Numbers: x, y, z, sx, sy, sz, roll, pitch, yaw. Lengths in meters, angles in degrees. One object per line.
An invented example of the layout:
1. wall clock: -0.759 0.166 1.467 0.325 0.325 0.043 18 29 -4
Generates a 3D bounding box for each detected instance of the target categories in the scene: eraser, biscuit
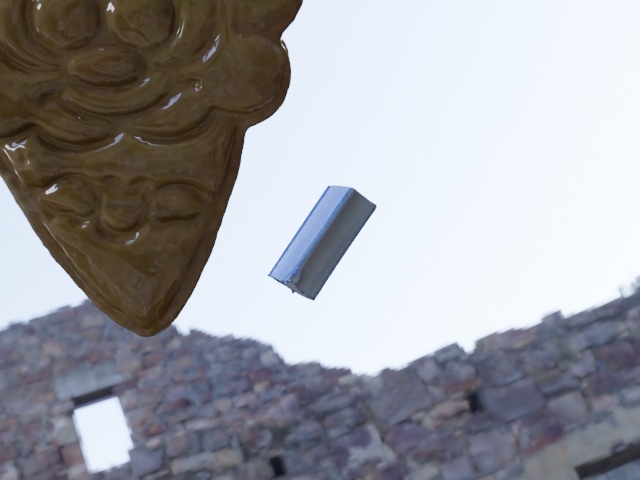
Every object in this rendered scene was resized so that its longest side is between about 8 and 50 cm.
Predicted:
1. eraser: 0.000 0.000 0.807 0.084 0.027 0.063 -56 17 -6
2. biscuit: -0.085 -0.076 0.451 0.163 0.250 0.035 -5 20 0
